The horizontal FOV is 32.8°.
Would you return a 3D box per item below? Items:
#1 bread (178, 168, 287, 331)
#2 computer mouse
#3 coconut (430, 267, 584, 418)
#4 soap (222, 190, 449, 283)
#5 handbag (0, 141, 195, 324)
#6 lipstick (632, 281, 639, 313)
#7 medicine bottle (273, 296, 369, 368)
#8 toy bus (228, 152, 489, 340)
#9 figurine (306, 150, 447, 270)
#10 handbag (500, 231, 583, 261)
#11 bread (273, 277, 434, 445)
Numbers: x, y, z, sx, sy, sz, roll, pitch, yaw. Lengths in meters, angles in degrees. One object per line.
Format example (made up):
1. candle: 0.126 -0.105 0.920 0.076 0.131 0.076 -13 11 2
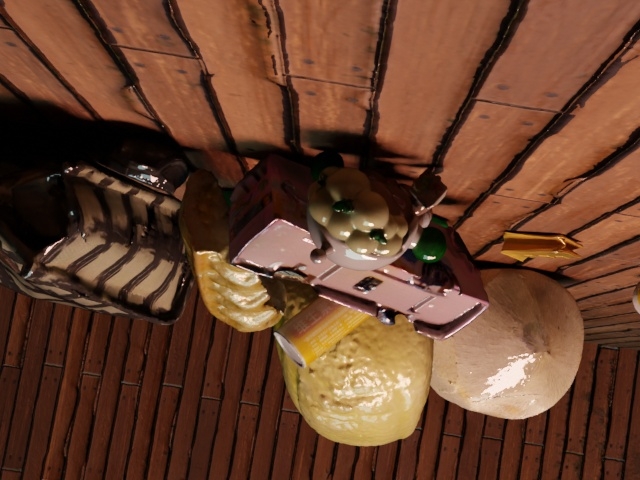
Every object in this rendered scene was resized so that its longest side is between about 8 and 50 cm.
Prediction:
1. bread: -0.099 0.025 1.155 0.088 0.128 0.232 -31 158 -5
2. computer mouse: -0.167 -0.078 1.060 0.079 0.047 0.135 24 179 2
3. coconut: 0.274 0.154 1.677 0.245 0.245 0.247 10 173 -10
4. soap: 0.000 0.003 1.304 0.273 0.098 0.218 4 172 39
5. handbag: -0.323 -0.030 1.136 0.325 0.162 0.327 16 175 16
6. lipstick: 0.470 0.068 1.383 0.059 0.059 0.264 10 174 -2
7. medicine bottle: 0.043 0.077 1.407 0.074 0.218 0.074 47 164 18
8. toy bus: 0.041 0.010 1.086 0.274 0.112 0.090 22 132 -31
9. figurine: 0.053 -0.029 0.974 0.147 0.093 0.197 38 -151 14
10. handbag: 0.263 0.008 1.294 0.083 0.027 0.061 2 170 40
11. bread: 0.044 0.143 1.588 0.237 0.320 0.320 0 173 3
